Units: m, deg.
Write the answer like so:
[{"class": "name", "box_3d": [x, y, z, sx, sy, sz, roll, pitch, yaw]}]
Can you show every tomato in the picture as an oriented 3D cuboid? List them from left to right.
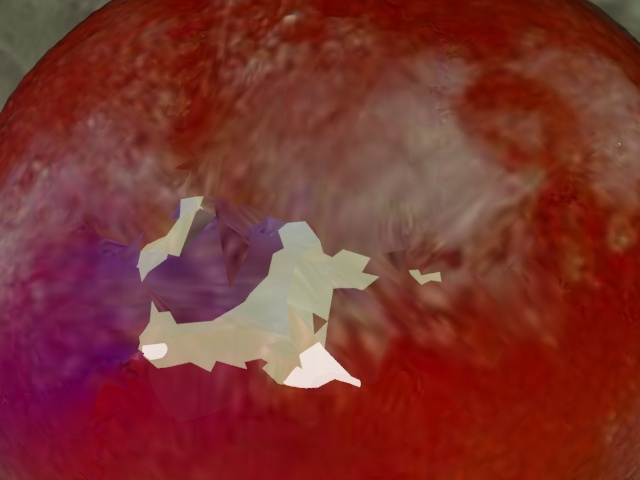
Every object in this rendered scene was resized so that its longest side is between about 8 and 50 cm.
[{"class": "tomato", "box_3d": [-0.005, -0.001, 0.692, 0.335, 0.176, 0.289, 3, 76, 8]}]
